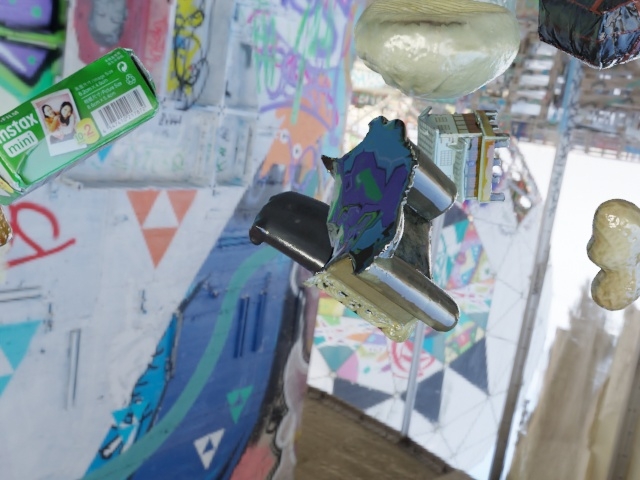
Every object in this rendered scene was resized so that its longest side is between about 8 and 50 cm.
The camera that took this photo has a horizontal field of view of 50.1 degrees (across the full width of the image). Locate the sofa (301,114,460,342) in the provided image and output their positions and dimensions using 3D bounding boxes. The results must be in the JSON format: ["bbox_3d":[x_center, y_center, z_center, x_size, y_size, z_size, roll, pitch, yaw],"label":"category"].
[{"bbox_3d":[0.112,-0.016,0.920,0.182,0.258,0.200,-24,133,36],"label":"sofa"}]

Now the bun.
[{"bbox_3d":[0.151,-0.247,0.902,0.222,0.127,0.222,-2,-151,1],"label":"bun"}]

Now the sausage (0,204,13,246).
[{"bbox_3d":[-0.676,-0.112,1.334,0.109,0.270,0.109,-1,-161,0],"label":"sausage"}]

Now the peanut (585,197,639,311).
[{"bbox_3d":[0.515,0.030,1.182,0.104,0.227,0.085,-5,-150,20],"label":"peanut"}]

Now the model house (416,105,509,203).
[{"bbox_3d":[0.352,-0.216,1.741,0.215,0.224,0.198,-3,-146,2],"label":"model house"}]

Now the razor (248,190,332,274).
[{"bbox_3d":[0.001,-0.001,1.713,0.349,0.113,0.204,31,-131,15],"label":"razor"}]

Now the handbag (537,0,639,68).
[{"bbox_3d":[0.483,-0.362,1.091,0.215,0.155,0.169,-19,-148,-8],"label":"handbag"}]

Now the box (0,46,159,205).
[{"bbox_3d":[-0.356,-0.153,0.944,0.250,0.103,0.180,-39,-164,-30],"label":"box"}]

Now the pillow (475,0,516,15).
[{"bbox_3d":[0.328,-0.522,1.485,0.138,0.283,0.310,0,139,34],"label":"pillow"}]
